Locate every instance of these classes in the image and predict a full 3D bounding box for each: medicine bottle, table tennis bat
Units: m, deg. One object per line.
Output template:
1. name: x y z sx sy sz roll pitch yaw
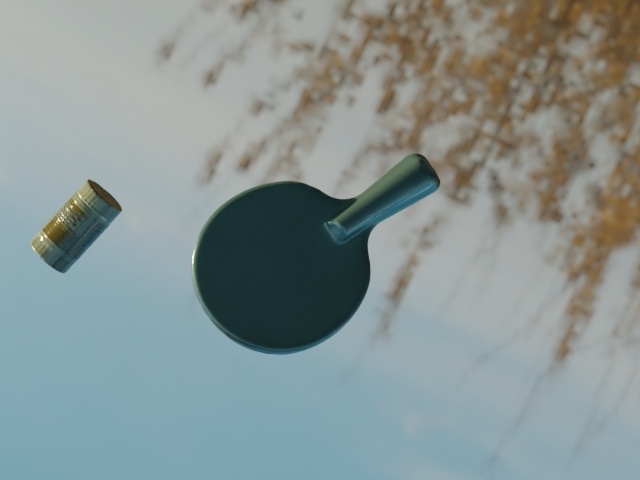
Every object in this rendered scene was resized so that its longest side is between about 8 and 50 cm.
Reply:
1. medicine bottle: -0.231 -0.013 1.798 0.047 0.083 0.047 42 -173 -6
2. table tennis bat: 0.000 0.000 1.656 0.149 0.237 0.038 54 172 7
